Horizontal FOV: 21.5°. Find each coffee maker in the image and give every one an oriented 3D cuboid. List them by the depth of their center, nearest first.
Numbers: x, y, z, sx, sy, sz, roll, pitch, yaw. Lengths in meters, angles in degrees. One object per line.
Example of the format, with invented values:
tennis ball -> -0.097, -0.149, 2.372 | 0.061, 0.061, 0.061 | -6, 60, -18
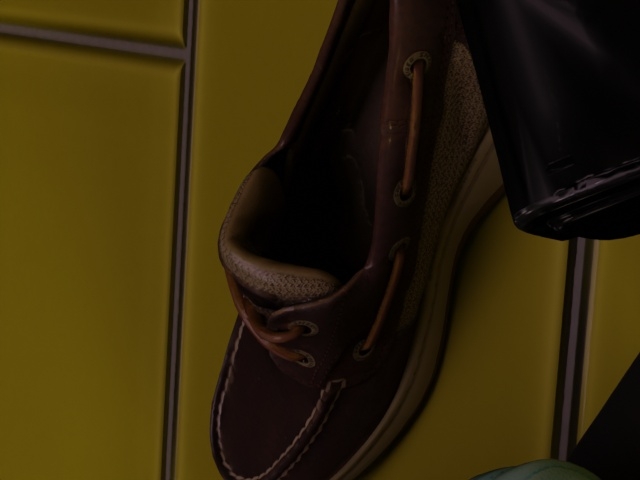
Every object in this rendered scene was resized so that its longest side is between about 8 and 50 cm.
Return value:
coffee maker -> 0.095, -0.095, 0.638 | 0.120, 0.171, 0.178 | -31, 68, 47

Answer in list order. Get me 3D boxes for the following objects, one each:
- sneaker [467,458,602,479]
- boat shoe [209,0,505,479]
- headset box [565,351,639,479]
sneaker -> 0.106, 0.232, 0.492 | 0.366, 0.135, 0.150 | 61, 151, 25
boat shoe -> 0.000, 0.000, 0.812 | 0.123, 0.123, 0.342 | 56, 133, 34
headset box -> 0.212, 0.143, 0.530 | 0.293, 0.110, 0.218 | 58, 142, 30
